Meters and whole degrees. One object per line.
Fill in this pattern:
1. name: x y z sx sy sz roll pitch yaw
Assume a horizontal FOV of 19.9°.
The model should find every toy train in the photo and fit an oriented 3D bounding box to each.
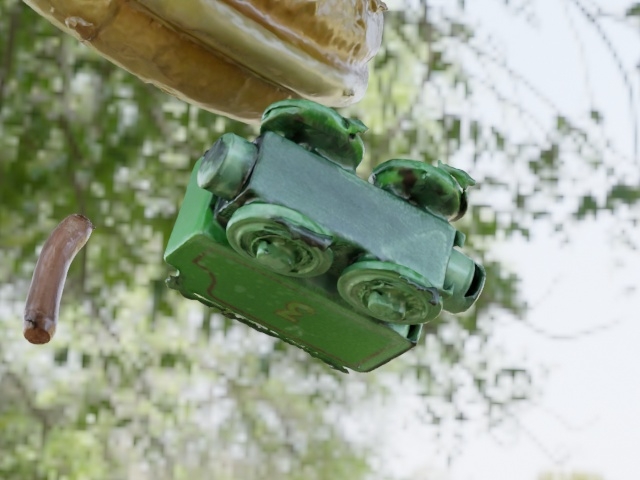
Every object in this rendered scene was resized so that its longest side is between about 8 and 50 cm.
1. toy train: 0.000 0.000 1.430 0.243 0.132 0.188 28 -32 -20

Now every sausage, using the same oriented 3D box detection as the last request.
1. sausage: -0.292 0.040 1.999 0.047 0.177 0.040 1 -43 12

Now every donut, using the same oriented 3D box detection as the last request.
1. donut: -0.123 -0.259 1.722 0.449 0.198 0.449 33 12 -8
